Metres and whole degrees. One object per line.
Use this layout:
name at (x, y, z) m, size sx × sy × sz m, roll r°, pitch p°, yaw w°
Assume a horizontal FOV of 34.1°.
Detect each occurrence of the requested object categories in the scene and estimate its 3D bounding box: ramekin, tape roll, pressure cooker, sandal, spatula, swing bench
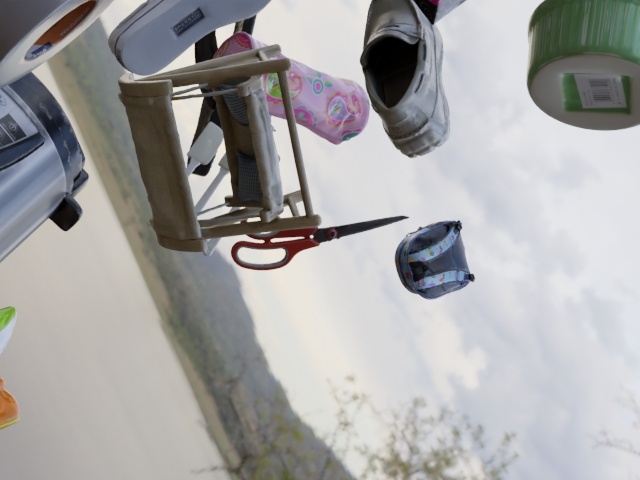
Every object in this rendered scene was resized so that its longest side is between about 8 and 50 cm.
ramekin at (0.544, -0.342, 2.023) m, size 0.303 × 0.303 × 0.148 m, roll 90°, pitch 13°, yaw -65°
tape roll at (-0.326, -0.273, 1.218) m, size 0.072 × 0.219 × 0.219 m, roll 50°, pitch -9°, yaw -7°
pressure cooker at (-0.632, -0.146, 1.816) m, size 0.375 × 0.420 × 0.370 m, roll 15°, pitch -44°, yaw 28°
sandal at (-0.219, -0.349, 2.142) m, size 0.167 × 0.107 × 0.446 m, roll -126°, pitch -127°, yaw -69°
spatula at (-0.199, -0.095, 1.940) m, size 0.168 × 0.242 × 0.019 m, roll 28°, pitch -20°, yaw 10°
swing bench at (-0.152, -0.133, 1.539) m, size 0.165 × 0.254 × 0.253 m, roll -114°, pitch -168°, yaw -71°

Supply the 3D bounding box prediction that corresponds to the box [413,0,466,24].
box at (0.165, -0.426, 1.353) m, size 0.163 × 0.142 × 0.247 m, roll 53°, pitch -9°, yaw 11°

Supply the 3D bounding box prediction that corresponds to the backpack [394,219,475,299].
backpack at (0.226, 0.048, 2.215) m, size 0.117 × 0.173 × 0.158 m, roll -6°, pitch -78°, yaw 49°

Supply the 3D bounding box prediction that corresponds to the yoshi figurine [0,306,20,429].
yoshi figurine at (-0.486, 0.070, 1.163) m, size 0.203 × 0.203 × 0.362 m, roll 4°, pitch 64°, yaw -85°

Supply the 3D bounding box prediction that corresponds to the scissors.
scissors at (0.000, 0.000, 1.736) m, size 0.021 × 0.297 × 0.109 m, roll -137°, pitch -130°, yaw -73°

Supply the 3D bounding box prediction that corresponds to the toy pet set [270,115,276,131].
toy pet set at (-0.121, -0.235, 1.931) m, size 0.122 × 0.065 × 0.114 m, roll 54°, pitch 24°, yaw -30°

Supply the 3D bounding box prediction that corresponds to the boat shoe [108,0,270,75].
boat shoe at (-0.169, -0.317, 1.382) m, size 0.084 × 0.258 × 0.095 m, roll 44°, pitch -19°, yaw 46°

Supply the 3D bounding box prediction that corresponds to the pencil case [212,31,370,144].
pencil case at (-0.051, -0.244, 1.718) m, size 0.284 × 0.124 × 0.124 m, roll 15°, pitch 32°, yaw -42°

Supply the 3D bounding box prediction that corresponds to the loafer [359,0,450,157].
loafer at (0.109, -0.254, 1.444) m, size 0.111 × 0.112 × 0.319 m, roll 44°, pitch 26°, yaw -41°
